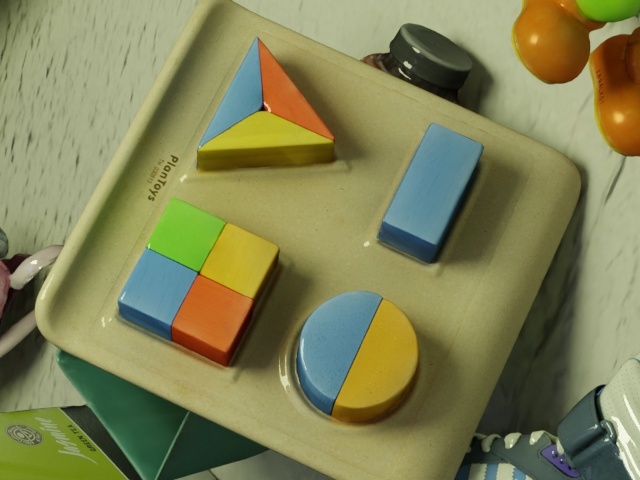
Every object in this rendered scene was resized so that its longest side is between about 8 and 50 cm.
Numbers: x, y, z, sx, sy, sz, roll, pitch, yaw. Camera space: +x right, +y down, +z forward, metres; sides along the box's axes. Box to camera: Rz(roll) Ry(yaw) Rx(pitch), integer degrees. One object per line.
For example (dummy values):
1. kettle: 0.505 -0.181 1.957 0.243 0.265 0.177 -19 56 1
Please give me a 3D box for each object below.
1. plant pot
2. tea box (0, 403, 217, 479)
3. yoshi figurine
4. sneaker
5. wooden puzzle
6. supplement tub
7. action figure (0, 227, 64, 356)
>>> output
1. plant pot: -0.070 0.083 1.575 0.165 0.234 0.166 47 125 32
2. tea box: -0.231 0.334 1.664 0.329 0.323 0.220 42 117 36
3. yoshi figurine: 0.320 -0.171 1.265 0.362 0.203 0.203 -27 87 37
4. sneaker: 0.194 0.167 1.419 0.323 0.130 0.236 34 102 43
5. wooden puzzle: 0.000 0.000 1.404 0.322 0.347 0.080 -64 -1 -19
6. supplement tub: 0.052 -0.087 1.555 0.106 0.106 0.198 48 121 32
7. action figure: -0.421 0.152 1.914 0.275 0.248 0.370 17 79 17
